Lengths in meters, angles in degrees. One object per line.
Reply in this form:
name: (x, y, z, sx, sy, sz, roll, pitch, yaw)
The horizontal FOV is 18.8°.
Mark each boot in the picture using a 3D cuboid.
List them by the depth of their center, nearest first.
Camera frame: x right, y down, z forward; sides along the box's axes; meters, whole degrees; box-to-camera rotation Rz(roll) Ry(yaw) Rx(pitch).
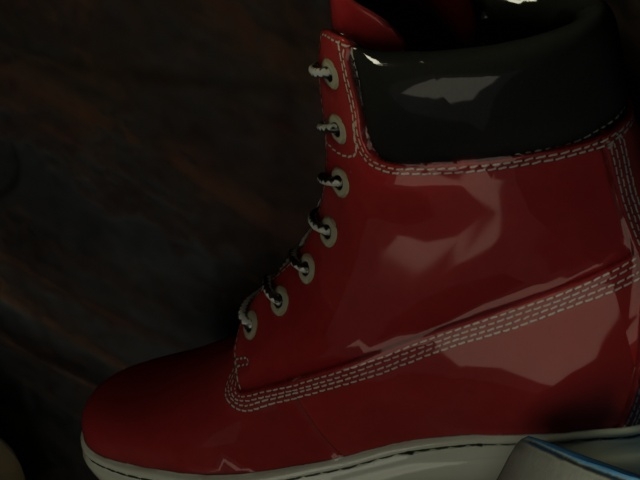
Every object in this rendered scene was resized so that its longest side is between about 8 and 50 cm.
boot: (0.000, 0.000, 0.620, 0.244, 0.088, 0.176, -12, 117, 31)

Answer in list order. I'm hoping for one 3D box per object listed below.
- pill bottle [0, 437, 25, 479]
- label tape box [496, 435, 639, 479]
pill bottle: (-0.240, 0.108, 0.846, 0.216, 0.121, 0.121, 9, 129, 29)
label tape box: (0.146, 0.166, 0.563, 0.240, 0.106, 0.334, 21, 112, -9)
